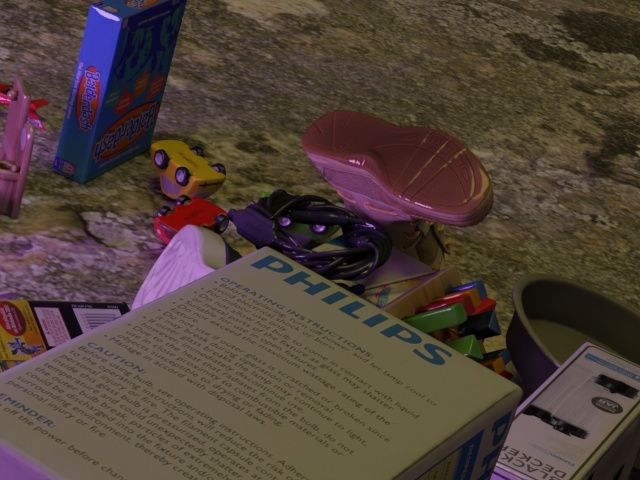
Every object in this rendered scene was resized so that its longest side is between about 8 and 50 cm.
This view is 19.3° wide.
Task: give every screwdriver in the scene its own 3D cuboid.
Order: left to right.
[{"bbox_3d":[0.055,0.044,1.918,0.170,0.025,0.024,-16,44,-29],"label":"screwdriver"}]

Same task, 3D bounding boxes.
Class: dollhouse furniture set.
[{"bbox_3d":[-0.389,-0.099,2.007,0.151,0.123,0.144,5,28,-24],"label":"dollhouse furniture set"}]

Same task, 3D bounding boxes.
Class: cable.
[{"bbox_3d":[0.000,0.000,1.961,0.150,0.047,0.184,-5,25,-43],"label":"cable"}]

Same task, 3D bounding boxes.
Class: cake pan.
[{"bbox_3d":[0.311,0.145,1.944,0.293,0.054,0.293,28,22,-12],"label":"cake pan"}]

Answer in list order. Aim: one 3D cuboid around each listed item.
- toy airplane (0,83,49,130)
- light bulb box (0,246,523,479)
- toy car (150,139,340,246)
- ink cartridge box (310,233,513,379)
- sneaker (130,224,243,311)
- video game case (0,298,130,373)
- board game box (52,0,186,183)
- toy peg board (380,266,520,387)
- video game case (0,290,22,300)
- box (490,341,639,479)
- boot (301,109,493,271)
[{"bbox_3d":[-0.394,-0.170,2.261,0.151,0.028,0.151,14,24,-6],"label":"toy airplane"},{"bbox_3d":[-0.088,0.240,1.228,0.225,0.358,0.361,29,27,21],"label":"light bulb box"},{"bbox_3d":[-0.086,-0.029,2.133,0.225,0.053,0.239,11,26,-13],"label":"toy car"},{"bbox_3d":[0.089,0.083,1.980,0.231,0.078,0.134,28,28,22],"label":"ink cartridge box"},{"bbox_3d":[-0.047,0.108,1.838,0.236,0.130,0.323,34,0,-19],"label":"sneaker"},{"bbox_3d":[-0.251,0.146,1.667,0.248,0.035,0.275,3,35,-29],"label":"video game case"},{"bbox_3d":[-0.231,-0.186,2.179,0.047,0.210,0.160,25,27,15],"label":"board game box"},{"bbox_3d":[0.145,0.115,1.838,0.079,0.161,0.160,-16,6,33],"label":"toy peg board"},{"bbox_3d":[-0.312,0.101,1.771,0.143,0.019,0.157,34,31,33],"label":"video game case"},{"bbox_3d":[0.201,0.220,1.667,0.087,0.169,0.290,26,27,18],"label":"box"},{"bbox_3d":[0.109,-0.026,2.053,0.262,0.203,0.095,21,59,42],"label":"boot"}]
